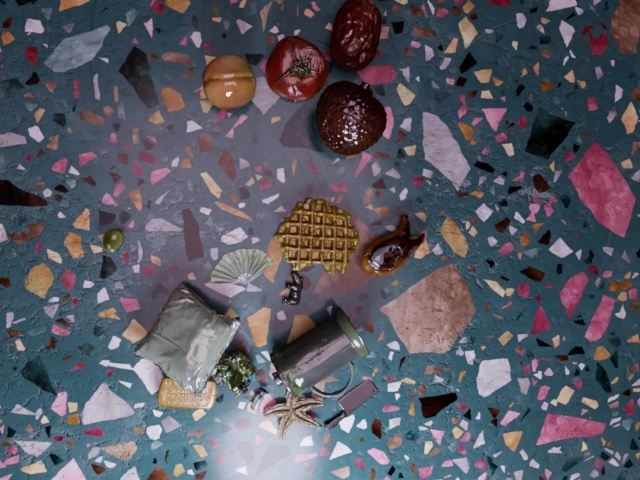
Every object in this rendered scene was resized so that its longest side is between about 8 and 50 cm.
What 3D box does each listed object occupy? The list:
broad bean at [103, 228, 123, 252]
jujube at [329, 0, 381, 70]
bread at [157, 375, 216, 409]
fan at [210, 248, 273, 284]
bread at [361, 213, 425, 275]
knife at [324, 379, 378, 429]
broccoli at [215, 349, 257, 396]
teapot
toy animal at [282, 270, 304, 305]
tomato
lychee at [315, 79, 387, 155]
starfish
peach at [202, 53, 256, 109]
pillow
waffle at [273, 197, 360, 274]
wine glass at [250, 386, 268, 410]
[{"bbox_3d":[-0.717,0.000,1.716,0.063,0.045,0.083,17,83,-10],"label":"broad bean"},{"bbox_3d":[0.123,-0.720,1.742,0.174,0.174,0.250,9,81,-9],"label":"jujube"},{"bbox_3d":[-0.471,0.534,1.766,0.201,0.077,0.115,7,91,-11],"label":"bread"},{"bbox_3d":[-0.290,0.098,1.803,0.240,0.009,0.131,-19,94,-7],"label":"fan"},{"bbox_3d":[0.266,0.032,1.847,0.269,0.095,0.139,-41,100,-18],"label":"bread"},{"bbox_3d":[0.104,0.621,1.889,0.245,0.019,0.072,-37,94,-8],"label":"knife"},{"bbox_3d":[-0.294,0.476,1.749,0.155,0.160,0.167,21,109,-26],"label":"broccoli"},{"bbox_3d":[-0.001,0.430,1.769,0.337,0.200,0.270,-31,91,-4],"label":"teapot"},{"bbox_3d":[-0.096,0.171,1.817,0.065,0.047,0.135,10,86,-14],"label":"toy animal"},{"bbox_3d":[-0.078,-0.609,1.749,0.228,0.101,0.227,-1,95,-11],"label":"tomato"},{"bbox_3d":[0.101,-0.420,1.712,0.261,0.260,0.260,0,93,-8],"label":"lychee"},{"bbox_3d":[-0.094,0.621,1.844,0.228,0.043,0.240,12,88,-11],"label":"starfish"},{"bbox_3d":[-0.312,-0.533,1.683,0.184,0.184,0.184,0,93,-8],"label":"peach"},{"bbox_3d":[-0.456,0.333,1.713,0.284,0.138,0.309,29,82,5],"label":"pillow"},{"bbox_3d":[-0.009,-0.005,1.808,0.301,0.058,0.281,27,85,-12],"label":"waffle"},{"bbox_3d":[-0.225,0.582,1.824,0.042,0.039,0.083,27,91,2],"label":"wine glass"}]
